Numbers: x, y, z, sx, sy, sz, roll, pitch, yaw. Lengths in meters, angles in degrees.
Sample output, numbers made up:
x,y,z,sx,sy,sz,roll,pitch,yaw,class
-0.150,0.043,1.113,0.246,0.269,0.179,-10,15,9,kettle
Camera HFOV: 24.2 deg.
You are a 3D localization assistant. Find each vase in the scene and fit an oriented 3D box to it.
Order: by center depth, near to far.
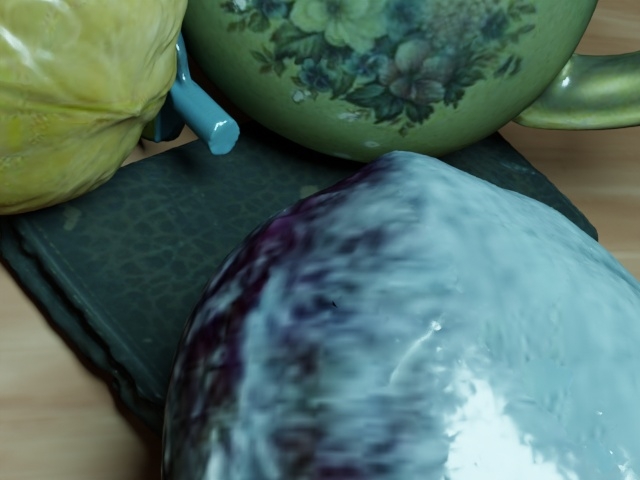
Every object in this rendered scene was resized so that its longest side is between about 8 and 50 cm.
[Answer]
x,y,z,sx,sy,sz,roll,pitch,yaw,class
0.095,-0.179,0.768,0.329,0.302,0.241,29,38,-5,vase

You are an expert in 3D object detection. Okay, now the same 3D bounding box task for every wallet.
x,y,z,sx,sy,sz,roll,pitch,yaw,class
0.000,0.000,0.806,0.321,0.044,0.170,-24,63,-39,wallet

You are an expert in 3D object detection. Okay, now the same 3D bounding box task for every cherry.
x,y,z,sx,sy,sz,roll,pitch,yaw,class
0.058,0.111,0.611,0.255,0.218,0.296,-10,75,-24,cherry

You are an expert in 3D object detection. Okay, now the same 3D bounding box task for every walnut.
x,y,z,sx,sy,sz,roll,pitch,yaw,class
-0.166,-0.119,0.707,0.225,0.193,0.193,28,41,22,walnut

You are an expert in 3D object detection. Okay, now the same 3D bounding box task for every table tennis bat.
x,y,z,sx,sy,sz,roll,pitch,yaw,class
-0.088,-0.092,0.785,0.019,0.100,0.155,-18,45,-29,table tennis bat
